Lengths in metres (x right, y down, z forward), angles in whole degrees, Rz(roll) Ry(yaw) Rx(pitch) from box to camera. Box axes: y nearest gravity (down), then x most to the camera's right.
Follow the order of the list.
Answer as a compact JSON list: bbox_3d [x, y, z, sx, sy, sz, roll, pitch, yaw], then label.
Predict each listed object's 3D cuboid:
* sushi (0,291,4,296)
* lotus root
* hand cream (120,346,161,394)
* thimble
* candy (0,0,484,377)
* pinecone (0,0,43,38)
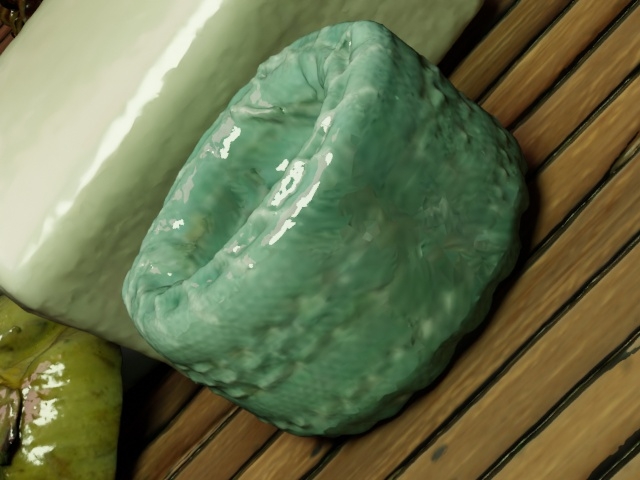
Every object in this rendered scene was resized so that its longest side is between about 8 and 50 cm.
[{"bbox_3d":[-0.378,0.016,1.453,0.396,0.351,0.240,-40,26,25],"label":"sushi"},{"bbox_3d":[-0.216,0.124,1.237,0.183,0.078,0.204,-12,75,44],"label":"lotus root"},{"bbox_3d":[-0.149,0.073,1.309,0.312,0.070,0.111,-42,32,19],"label":"hand cream"},{"bbox_3d":[0.000,0.000,1.028,0.235,0.143,0.198,-44,24,20],"label":"thimble"},{"bbox_3d":[-0.069,-0.102,1.162,0.359,0.208,0.145,-52,47,4],"label":"candy"},{"bbox_3d":[-0.192,-0.246,1.666,0.221,0.221,0.221,-42,26,26],"label":"pinecone"}]
